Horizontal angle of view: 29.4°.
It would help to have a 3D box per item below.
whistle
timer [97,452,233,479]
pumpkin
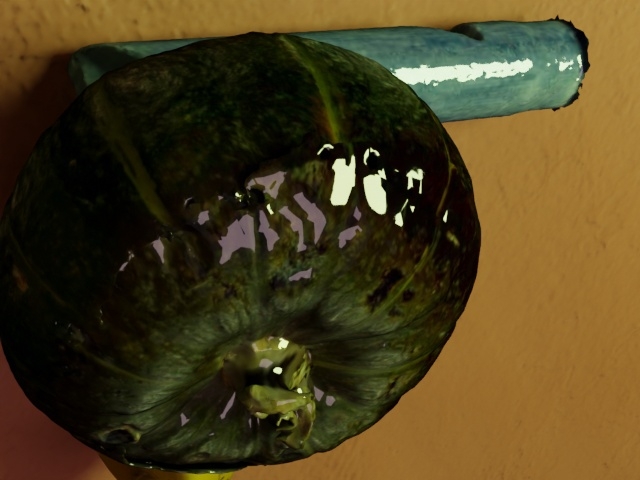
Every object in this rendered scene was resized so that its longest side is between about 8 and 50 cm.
[{"bbox_3d":[0.014,-0.088,0.674,0.304,0.062,0.062,-9,125,-29],"label":"whistle"},{"bbox_3d":[-0.101,0.114,0.700,0.109,0.107,0.107,-33,136,-36],"label":"timer"},{"bbox_3d":[-0.033,0.015,0.575,0.238,0.159,0.238,-20,147,-14],"label":"pumpkin"}]
